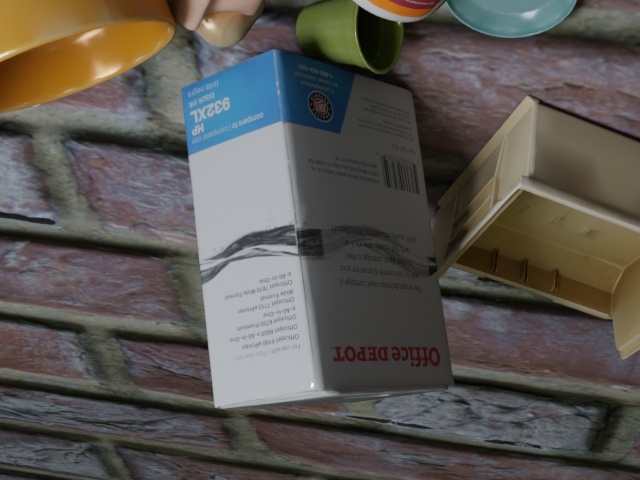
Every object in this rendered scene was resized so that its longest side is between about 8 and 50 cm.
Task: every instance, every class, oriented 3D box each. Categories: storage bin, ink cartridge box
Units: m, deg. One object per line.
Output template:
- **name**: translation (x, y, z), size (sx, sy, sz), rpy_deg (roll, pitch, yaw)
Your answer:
- **storage bin**: translation (0.275, 0.000, 1.206), size (0.262, 0.123, 0.260), rpy_deg (18, 147, -11)
- **ink cartridge box**: translation (0.000, 0.000, 1.061), size (0.129, 0.307, 0.223), rpy_deg (-15, 166, 35)

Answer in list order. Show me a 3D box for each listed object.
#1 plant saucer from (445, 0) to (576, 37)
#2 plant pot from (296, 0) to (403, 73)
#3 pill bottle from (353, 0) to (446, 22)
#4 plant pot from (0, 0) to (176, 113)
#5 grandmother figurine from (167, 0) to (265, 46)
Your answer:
- **plant saucer**: translation (0.167, -0.228, 0.980), size (0.119, 0.021, 0.119), rpy_deg (9, 148, 5)
- **plant pot**: translation (0.022, -0.195, 1.033), size (0.079, 0.083, 0.083), rpy_deg (3, 149, 34)
- **pill bottle**: translation (0.102, -0.272, 0.839), size (0.121, 0.121, 0.221), rpy_deg (24, 145, -20)
- **plant pot**: translation (-0.249, -0.227, 0.925), size (0.205, 0.187, 0.205), rpy_deg (-21, 179, 0)
- **grandmother figurine**: translation (-0.053, -0.265, 0.837), size (0.208, 0.104, 0.342), rpy_deg (37, 158, -2)
